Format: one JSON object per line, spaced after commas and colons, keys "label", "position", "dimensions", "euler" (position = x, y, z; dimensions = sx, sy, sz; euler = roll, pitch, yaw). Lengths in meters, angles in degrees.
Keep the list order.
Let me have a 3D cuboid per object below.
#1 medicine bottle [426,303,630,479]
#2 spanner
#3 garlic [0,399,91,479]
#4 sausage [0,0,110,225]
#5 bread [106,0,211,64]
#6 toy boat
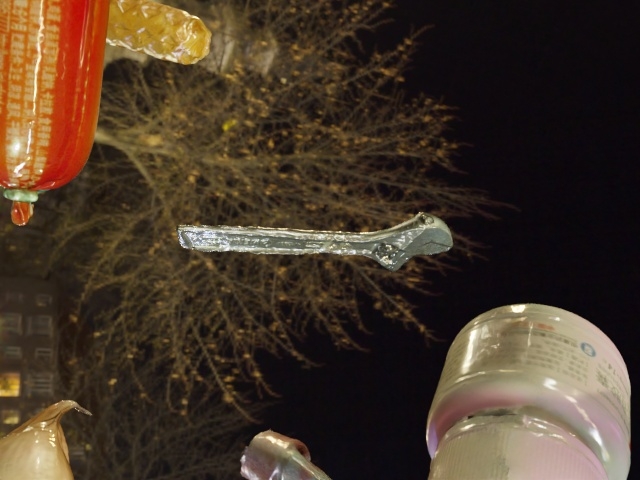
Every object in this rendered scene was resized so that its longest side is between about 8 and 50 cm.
{"label": "medicine bottle", "position": [0.250, 0.250, 0.871], "dimensions": [0.241, 0.241, 0.302], "euler": [-55, -179, 39]}
{"label": "spanner", "position": [0.000, 0.000, 0.809], "dimensions": [0.093, 0.325, 0.026], "euler": [107, -21, -47]}
{"label": "garlic", "position": [-0.179, 0.203, 0.421], "dimensions": [0.115, 0.128, 0.207], "euler": [-26, -111, 56]}
{"label": "sausage", "position": [-0.141, -0.136, 0.362], "dimensions": [0.083, 0.083, 0.264], "euler": [29, -67, 59]}
{"label": "bread", "position": [-0.169, -0.188, 0.608], "dimensions": [0.052, 0.157, 0.044], "euler": [-43, 150, -79]}
{"label": "toy boat", "position": [0.016, 0.390, 1.050], "dimensions": [0.282, 0.096, 0.206], "euler": [32, -29, 19]}
